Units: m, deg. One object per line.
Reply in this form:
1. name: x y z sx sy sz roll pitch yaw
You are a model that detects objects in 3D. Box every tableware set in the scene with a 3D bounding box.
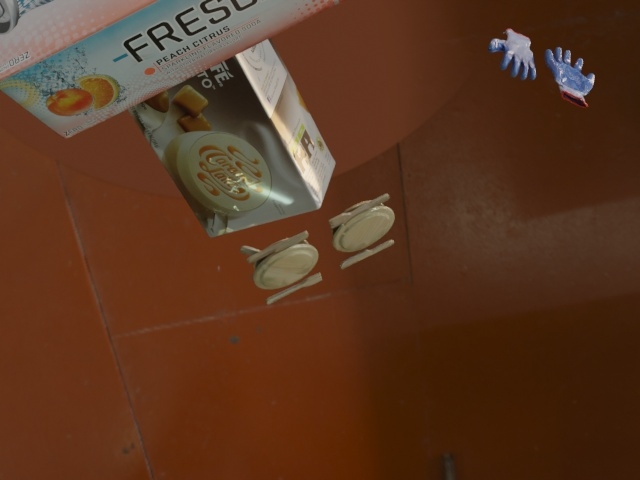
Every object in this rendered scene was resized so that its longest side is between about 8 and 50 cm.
1. tableware set: 0.000 0.000 1.007 0.194 0.039 0.128 -25 151 -6

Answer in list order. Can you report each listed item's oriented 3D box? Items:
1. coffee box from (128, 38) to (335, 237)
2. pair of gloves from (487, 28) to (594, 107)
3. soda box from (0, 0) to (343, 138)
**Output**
1. coffee box: -0.103 -0.138 0.817 0.141 0.098 0.247 -14 123 24
2. pair of gloves: 0.368 -0.293 1.337 0.198 0.159 0.023 24 130 -6
3. soda box: -0.058 -0.119 0.359 0.183 0.063 0.058 -25 156 6
